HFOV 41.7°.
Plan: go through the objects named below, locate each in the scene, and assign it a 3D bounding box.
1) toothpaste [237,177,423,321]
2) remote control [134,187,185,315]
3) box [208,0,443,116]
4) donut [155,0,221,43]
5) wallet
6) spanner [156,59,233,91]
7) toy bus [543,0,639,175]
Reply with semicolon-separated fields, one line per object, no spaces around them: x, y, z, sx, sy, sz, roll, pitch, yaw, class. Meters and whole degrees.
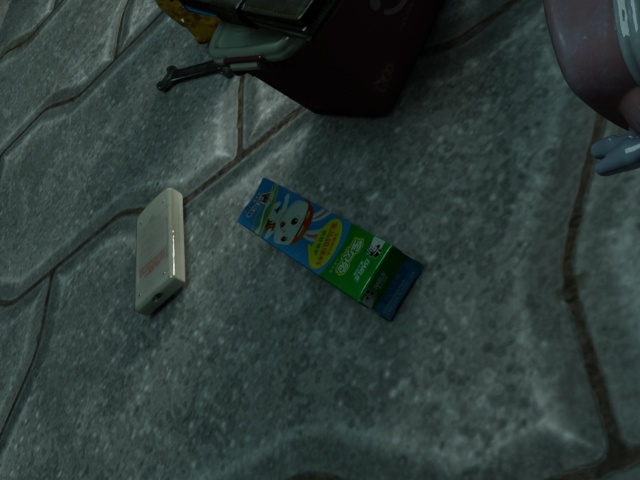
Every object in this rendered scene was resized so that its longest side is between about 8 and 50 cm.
0.000;0.000;0.873;0.065;0.050;0.267;-57;35;-2;toothpaste
-0.221;0.010;1.158;0.087;0.029;0.190;-40;39;25;remote control
0.027;-0.285;0.953;0.193;0.167;0.294;14;76;52;box
-0.132;-0.559;1.360;0.378;0.163;0.435;-37;39;26;donut
-0.045;-0.295;0.868;0.169;0.044;0.317;-56;36;-3;wallet
-0.197;-0.275;1.355;0.255;0.015;0.054;2;67;52;spanner
0.286;-0.175;0.543;0.294;0.197;0.231;-13;65;45;toy bus
